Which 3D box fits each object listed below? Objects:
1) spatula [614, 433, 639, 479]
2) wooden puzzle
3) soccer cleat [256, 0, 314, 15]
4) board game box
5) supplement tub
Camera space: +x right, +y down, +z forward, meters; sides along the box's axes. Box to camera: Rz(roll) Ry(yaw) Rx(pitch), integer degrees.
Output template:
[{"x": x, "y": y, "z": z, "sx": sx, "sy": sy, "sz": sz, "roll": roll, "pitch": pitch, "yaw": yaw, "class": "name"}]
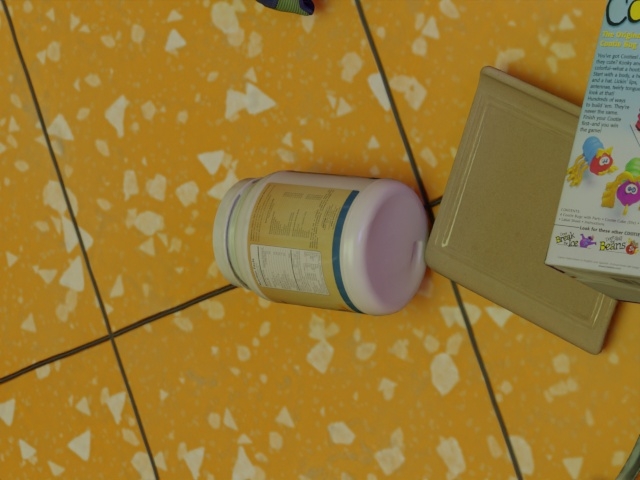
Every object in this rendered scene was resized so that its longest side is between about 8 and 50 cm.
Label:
[{"x": 0.316, "y": 0.205, "z": 1.851, "sx": 0.084, "sy": 0.030, "sz": 0.296, "roll": 31, "pitch": 115, "yaw": 32, "class": "spatula"}, {"x": 0.226, "y": -0.032, "z": 1.880, "sx": 0.221, "sy": 0.044, "sz": 0.238, "roll": 28, "pitch": 118, "yaw": 30, "class": "wooden puzzle"}, {"x": 0.009, "y": -0.372, "z": 1.974, "sx": 0.121, "sy": 0.093, "sz": 0.289, "roll": 28, "pitch": 111, "yaw": -2, "class": "soccer cleat"}, {"x": 0.323, "y": -0.085, "z": 1.672, "sx": 0.144, "sy": 0.142, "sz": 0.275, "roll": 9, "pitch": 80, "yaw": 39, "class": "board game box"}, {"x": 0.000, "y": 0.000, "z": 1.985, "sx": 0.200, "sy": 0.144, "sz": 0.144, "roll": 6, "pitch": 101, "yaw": 37, "class": "supplement tub"}]
